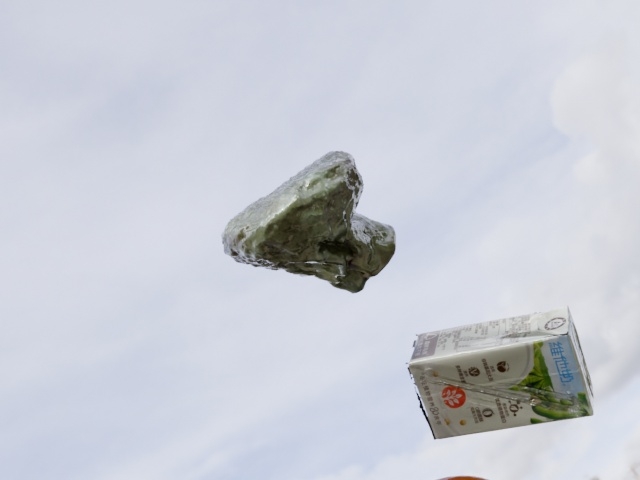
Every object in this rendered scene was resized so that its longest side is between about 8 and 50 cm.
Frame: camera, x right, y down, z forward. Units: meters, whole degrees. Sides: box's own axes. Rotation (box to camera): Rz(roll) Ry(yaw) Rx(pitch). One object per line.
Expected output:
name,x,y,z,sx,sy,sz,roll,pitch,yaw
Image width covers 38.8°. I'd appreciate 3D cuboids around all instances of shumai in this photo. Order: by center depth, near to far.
shumai,0.000,0.000,1.291,0.222,0.203,0.272,-29,5,39

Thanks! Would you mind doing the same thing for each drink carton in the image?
drink carton,0.357,0.264,1.810,0.325,0.132,0.194,-13,-69,21

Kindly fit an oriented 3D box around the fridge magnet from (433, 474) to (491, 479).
fridge magnet,0.240,0.602,1.669,0.364,0.363,0.155,-34,-53,-3
